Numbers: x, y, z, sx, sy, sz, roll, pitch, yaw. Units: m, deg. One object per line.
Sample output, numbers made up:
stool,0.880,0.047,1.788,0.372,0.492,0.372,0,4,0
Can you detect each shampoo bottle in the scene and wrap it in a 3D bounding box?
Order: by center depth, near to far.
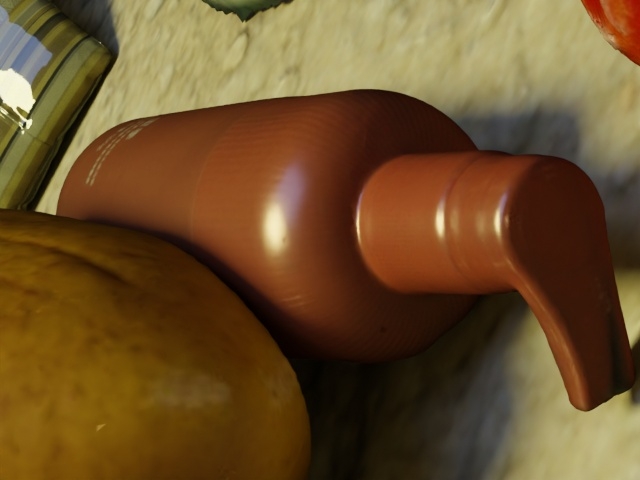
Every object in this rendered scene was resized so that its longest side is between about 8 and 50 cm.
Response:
shampoo bottle,-0.001,-0.002,0.544,0.244,0.085,0.085,4,75,60

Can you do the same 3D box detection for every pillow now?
pillow,-0.197,-0.105,0.917,0.203,0.038,0.113,39,109,24

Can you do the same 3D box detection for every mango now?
mango,-0.141,0.082,0.592,0.350,0.201,0.199,-10,45,45

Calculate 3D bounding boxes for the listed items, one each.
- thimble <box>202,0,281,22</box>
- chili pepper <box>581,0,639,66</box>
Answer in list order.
thimble,-0.051,-0.240,0.724,0.271,0.150,0.270,-40,39,43
chili pepper,0.096,-0.076,0.411,0.084,0.086,0.192,-31,27,9
